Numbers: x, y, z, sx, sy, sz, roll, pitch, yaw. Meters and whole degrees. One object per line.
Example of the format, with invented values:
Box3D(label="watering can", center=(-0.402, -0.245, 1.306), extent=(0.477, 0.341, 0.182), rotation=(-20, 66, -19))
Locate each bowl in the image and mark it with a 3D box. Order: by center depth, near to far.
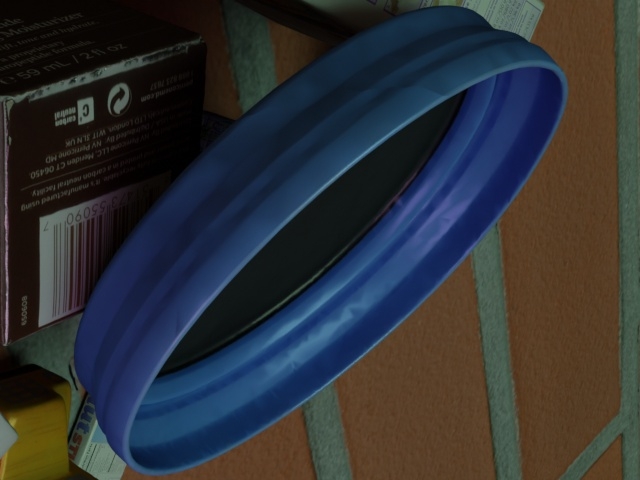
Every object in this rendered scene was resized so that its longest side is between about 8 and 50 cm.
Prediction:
Box3D(label="bowl", center=(0.000, 0.000, 1.099), extent=(0.391, 0.077, 0.391), rotation=(-38, 163, -14))

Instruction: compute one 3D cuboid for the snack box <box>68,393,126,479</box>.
Box3D(label="snack box", center=(-0.172, 0.140, 1.378), extent=(0.064, 0.022, 0.178), rotation=(15, 98, -57))

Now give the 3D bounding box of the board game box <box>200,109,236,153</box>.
Box3D(label="board game box", center=(-0.067, 0.003, 1.383), extent=(0.194, 0.060, 0.194), rotation=(16, 89, -56))

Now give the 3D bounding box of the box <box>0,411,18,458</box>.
Box3D(label="box", center=(-0.318, 0.135, 1.061), extent=(0.181, 0.119, 0.182), rotation=(-52, 158, -18))

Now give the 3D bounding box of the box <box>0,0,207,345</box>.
Box3D(label="box", center=(-0.204, -0.065, 1.045), extent=(0.168, 0.203, 0.167), rotation=(-26, 130, -45))

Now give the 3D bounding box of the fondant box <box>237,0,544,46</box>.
Box3D(label="fondant box", center=(-0.016, -0.210, 1.176), extent=(0.330, 0.238, 0.096), rotation=(16, 98, -56))

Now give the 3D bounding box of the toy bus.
Box3D(label="toy bus", center=(-0.243, 0.271, 1.268), extent=(0.108, 0.130, 0.333), rotation=(-14, 122, -49))
